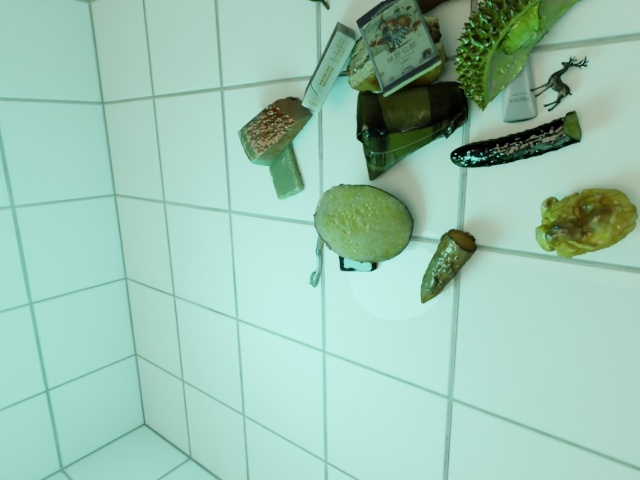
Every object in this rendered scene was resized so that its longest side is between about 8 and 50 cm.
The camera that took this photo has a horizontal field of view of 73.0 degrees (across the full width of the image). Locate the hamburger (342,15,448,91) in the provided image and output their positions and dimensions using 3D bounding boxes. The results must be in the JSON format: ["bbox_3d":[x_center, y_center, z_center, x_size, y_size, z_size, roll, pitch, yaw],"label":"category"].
[{"bbox_3d":[0.206,-0.486,1.158,0.282,0.246,0.155,151,129,-79],"label":"hamburger"}]

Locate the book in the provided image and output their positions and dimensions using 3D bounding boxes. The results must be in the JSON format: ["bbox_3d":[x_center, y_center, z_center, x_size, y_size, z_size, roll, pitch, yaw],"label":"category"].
[{"bbox_3d":[0.186,-0.492,1.062,0.158,0.026,0.230,-24,73,29],"label":"book"}]

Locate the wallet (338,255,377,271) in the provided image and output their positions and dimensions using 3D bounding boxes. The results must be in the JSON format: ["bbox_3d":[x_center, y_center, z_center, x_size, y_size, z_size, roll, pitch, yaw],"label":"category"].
[{"bbox_3d":[0.110,-0.015,1.435,0.149,0.044,0.249,-1,101,36],"label":"wallet"}]

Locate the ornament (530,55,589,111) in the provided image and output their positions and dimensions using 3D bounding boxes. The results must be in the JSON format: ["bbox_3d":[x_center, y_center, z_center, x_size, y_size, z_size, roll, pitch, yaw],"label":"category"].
[{"bbox_3d":[0.552,-0.361,0.982,0.073,0.028,0.125,44,121,-4],"label":"ornament"}]

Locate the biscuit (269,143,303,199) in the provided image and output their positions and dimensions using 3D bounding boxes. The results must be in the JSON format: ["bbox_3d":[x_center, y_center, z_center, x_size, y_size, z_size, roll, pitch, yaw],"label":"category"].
[{"bbox_3d":[-0.135,-0.257,1.576,0.121,0.041,0.199,-17,89,38],"label":"biscuit"}]

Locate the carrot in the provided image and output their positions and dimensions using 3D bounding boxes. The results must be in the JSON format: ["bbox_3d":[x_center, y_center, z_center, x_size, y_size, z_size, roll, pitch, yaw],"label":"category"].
[{"bbox_3d":[0.349,0.089,1.242,0.102,0.102,0.262,41,130,25],"label":"carrot"}]

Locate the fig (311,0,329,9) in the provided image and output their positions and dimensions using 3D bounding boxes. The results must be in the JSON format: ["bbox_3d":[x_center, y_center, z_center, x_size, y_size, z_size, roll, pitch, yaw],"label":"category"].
[{"bbox_3d":[-0.035,-0.787,1.331,0.119,0.119,0.153,12,152,37],"label":"fig"}]

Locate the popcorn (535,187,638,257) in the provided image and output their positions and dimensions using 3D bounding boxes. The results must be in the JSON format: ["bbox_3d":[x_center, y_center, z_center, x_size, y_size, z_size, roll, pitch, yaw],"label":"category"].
[{"bbox_3d":[0.587,-0.036,0.976,0.194,0.163,0.140,-28,103,10],"label":"popcorn"}]

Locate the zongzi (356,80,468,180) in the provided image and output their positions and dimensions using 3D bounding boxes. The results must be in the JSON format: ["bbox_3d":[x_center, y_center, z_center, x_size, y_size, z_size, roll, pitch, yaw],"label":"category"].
[{"bbox_3d":[0.257,-0.286,1.219,0.290,0.317,0.154,-3,62,11],"label":"zongzi"}]

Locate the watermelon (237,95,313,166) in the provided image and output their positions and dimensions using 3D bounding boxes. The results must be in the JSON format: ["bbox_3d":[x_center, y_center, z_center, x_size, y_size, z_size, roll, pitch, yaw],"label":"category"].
[{"bbox_3d":[-0.152,-0.400,1.492,0.257,0.140,0.192,-27,78,27],"label":"watermelon"}]

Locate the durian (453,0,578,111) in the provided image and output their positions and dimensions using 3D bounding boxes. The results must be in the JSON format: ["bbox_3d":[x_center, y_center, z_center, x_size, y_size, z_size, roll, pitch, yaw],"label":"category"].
[{"bbox_3d":[0.437,-0.485,0.967,0.355,0.170,0.157,-46,29,21],"label":"durian"}]

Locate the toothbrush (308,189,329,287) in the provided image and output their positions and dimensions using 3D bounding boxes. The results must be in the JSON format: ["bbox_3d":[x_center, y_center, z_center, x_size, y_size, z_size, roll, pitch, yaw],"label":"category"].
[{"bbox_3d":[0.000,0.000,1.539,0.037,0.028,0.374,29,119,39],"label":"toothbrush"}]

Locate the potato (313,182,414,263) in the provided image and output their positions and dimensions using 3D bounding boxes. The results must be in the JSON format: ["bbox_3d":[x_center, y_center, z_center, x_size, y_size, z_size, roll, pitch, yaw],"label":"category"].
[{"bbox_3d":[0.128,-0.055,1.329,0.300,0.116,0.238,14,101,3],"label":"potato"}]

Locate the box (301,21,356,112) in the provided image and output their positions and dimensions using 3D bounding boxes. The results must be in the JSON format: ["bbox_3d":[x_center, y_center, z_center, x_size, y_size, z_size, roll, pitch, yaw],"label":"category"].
[{"bbox_3d":[0.024,-0.521,1.306,0.067,0.149,0.233,25,123,-11],"label":"box"}]

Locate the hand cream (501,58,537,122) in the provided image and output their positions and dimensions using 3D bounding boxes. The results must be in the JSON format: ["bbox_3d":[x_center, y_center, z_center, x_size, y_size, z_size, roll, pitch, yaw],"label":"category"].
[{"bbox_3d":[0.465,-0.412,1.032,0.080,0.048,0.254,-6,97,17],"label":"hand cream"}]

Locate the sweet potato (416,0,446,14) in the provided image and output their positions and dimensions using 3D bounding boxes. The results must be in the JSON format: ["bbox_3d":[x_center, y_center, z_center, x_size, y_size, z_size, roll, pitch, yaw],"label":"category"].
[{"bbox_3d":[0.316,-0.644,1.070,0.355,0.095,0.106,-11,50,39],"label":"sweet potato"}]

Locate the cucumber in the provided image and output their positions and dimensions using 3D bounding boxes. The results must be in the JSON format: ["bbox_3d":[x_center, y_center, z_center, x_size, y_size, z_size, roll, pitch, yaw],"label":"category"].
[{"bbox_3d":[0.466,-0.229,1.064,0.304,0.072,0.081,-13,95,42],"label":"cucumber"}]
